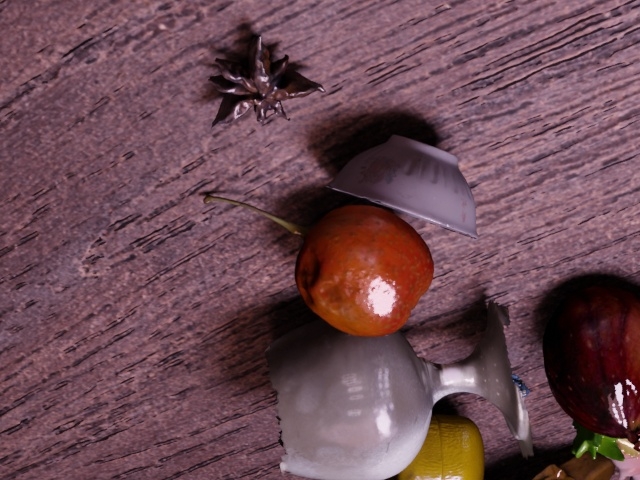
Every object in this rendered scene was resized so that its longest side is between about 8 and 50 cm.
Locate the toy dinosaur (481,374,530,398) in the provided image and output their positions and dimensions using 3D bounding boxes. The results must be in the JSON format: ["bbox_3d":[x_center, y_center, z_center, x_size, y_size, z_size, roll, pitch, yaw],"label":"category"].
[{"bbox_3d":[0.256,0.211,2.067,0.083,0.031,0.047,18,130,-22],"label":"toy dinosaur"}]

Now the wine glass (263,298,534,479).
[{"bbox_3d":[0.094,0.198,1.898,0.322,0.238,0.238,-9,137,0],"label":"wine glass"}]

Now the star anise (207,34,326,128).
[{"bbox_3d":[-0.076,-0.162,1.622,0.129,0.056,0.124,-33,131,26],"label":"star anise"}]

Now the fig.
[{"bbox_3d":[0.382,0.189,1.898,0.186,0.250,0.203,-25,133,34],"label":"fig"}]

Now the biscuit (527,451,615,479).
[{"bbox_3d":[0.293,0.487,2.223,0.368,0.076,0.394,-39,150,-23],"label":"biscuit"}]

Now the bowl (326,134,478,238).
[{"bbox_3d":[0.108,-0.071,1.695,0.189,0.189,0.086,20,91,-24],"label":"bowl"}]

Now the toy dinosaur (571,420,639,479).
[{"bbox_3d":[0.448,0.293,2.053,0.177,0.152,0.194,27,114,-10],"label":"toy dinosaur"}]

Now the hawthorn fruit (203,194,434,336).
[{"bbox_3d":[0.000,0.000,1.767,0.285,0.165,0.165,36,127,-9],"label":"hawthorn fruit"}]

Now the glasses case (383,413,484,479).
[{"bbox_3d":[0.160,0.379,2.132,0.141,0.173,0.371,1,139,-5],"label":"glasses case"}]
